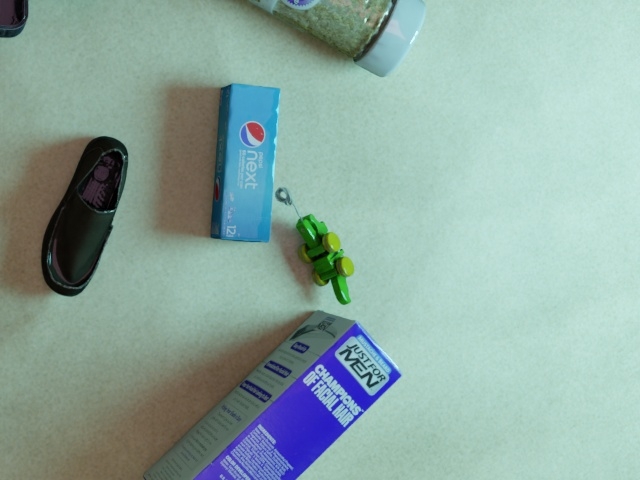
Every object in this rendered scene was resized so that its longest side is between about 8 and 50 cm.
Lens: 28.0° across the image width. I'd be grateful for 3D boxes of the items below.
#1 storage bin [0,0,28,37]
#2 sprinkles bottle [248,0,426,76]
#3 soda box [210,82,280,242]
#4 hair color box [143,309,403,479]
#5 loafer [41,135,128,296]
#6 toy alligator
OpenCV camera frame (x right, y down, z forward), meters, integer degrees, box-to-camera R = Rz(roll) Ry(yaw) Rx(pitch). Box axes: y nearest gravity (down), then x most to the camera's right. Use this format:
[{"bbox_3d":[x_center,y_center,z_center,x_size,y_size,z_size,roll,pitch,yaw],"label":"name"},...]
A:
[{"bbox_3d":[-0.463,-0.325,1.621,0.180,0.084,0.122,0,91,-17],"label":"storage bin"},{"bbox_3d":[-0.035,-0.353,1.726,0.355,0.121,0.121,27,84,-15],"label":"sprinkles bottle"},{"bbox_3d":[-0.102,-0.104,1.740,0.071,0.067,0.210,4,91,-17],"label":"soda box"},{"bbox_3d":[-0.067,0.247,1.700,0.339,0.185,0.110,-44,103,-10],"label":"hair color box"},{"bbox_3d":[-0.308,-0.034,1.676,0.080,0.078,0.220,16,87,-16],"label":"loafer"},{"bbox_3d":[0.000,0.000,1.785,0.190,0.056,0.051,60,35,-8],"label":"toy alligator"}]
